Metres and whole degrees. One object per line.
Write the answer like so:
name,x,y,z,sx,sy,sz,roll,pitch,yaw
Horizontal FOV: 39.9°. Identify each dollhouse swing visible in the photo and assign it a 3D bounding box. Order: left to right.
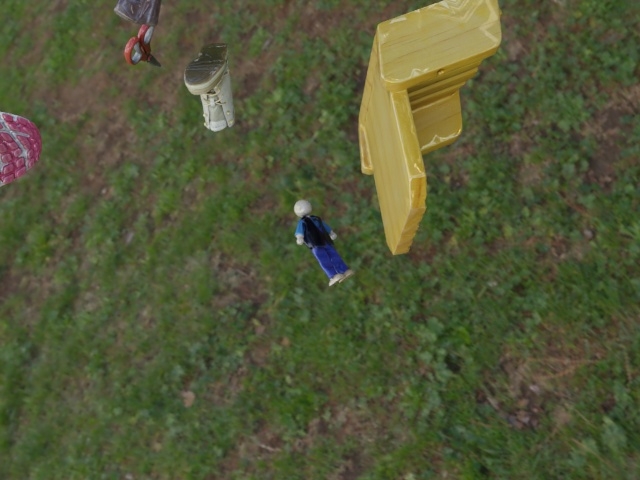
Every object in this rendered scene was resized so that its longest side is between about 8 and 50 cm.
dollhouse swing,0.219,-0.193,1.559,0.315,0.347,0.305,-22,71,-12

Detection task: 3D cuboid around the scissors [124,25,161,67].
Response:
scissors,-0.429,-0.442,2.140,0.109,0.021,0.297,-61,1,-13

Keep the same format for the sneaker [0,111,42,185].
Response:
sneaker,-0.573,-0.132,1.330,0.299,0.121,0.112,-14,25,-9

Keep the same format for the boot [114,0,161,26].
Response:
boot,-0.196,-0.312,1.113,0.037,0.106,0.114,145,139,-67

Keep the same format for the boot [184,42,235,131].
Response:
boot,-0.222,-0.298,1.817,0.077,0.165,0.213,0,31,5

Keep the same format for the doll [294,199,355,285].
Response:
doll,0.000,0.000,1.821,0.046,0.129,0.189,-37,78,34
